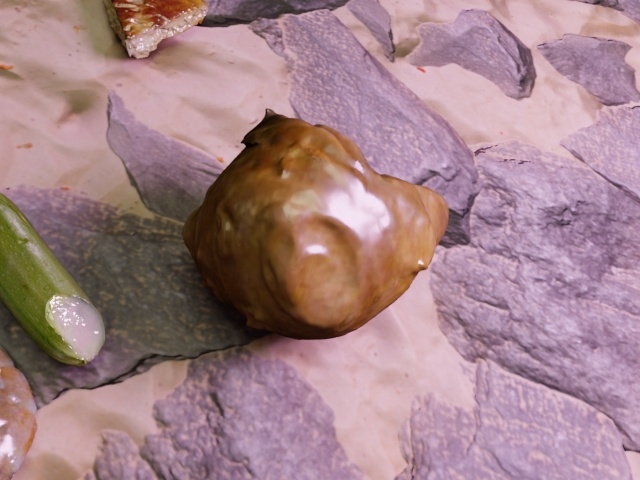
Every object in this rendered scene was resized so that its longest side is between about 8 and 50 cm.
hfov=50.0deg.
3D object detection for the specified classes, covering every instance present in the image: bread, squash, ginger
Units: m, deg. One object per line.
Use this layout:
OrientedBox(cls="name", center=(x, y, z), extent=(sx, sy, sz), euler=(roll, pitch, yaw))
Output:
OrientedBox(cls="bread", center=(-0.254, -0.321, 0.953), extent=(0.136, 0.054, 0.154), euler=(37, 50, 9))
OrientedBox(cls="squash", center=(-0.296, 0.034, 0.691), extent=(0.069, 0.069, 0.239), euler=(-32, 69, -31))
OrientedBox(cls="ginger", center=(0.003, 0.001, 0.720), extent=(0.269, 0.200, 0.223), euler=(32, 82, -40))

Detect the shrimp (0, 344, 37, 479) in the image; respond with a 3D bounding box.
OrientedBox(cls="shrimp", center=(-0.383, 0.098, 0.597), extent=(0.316, 0.062, 0.164), euler=(41, 30, -4))
